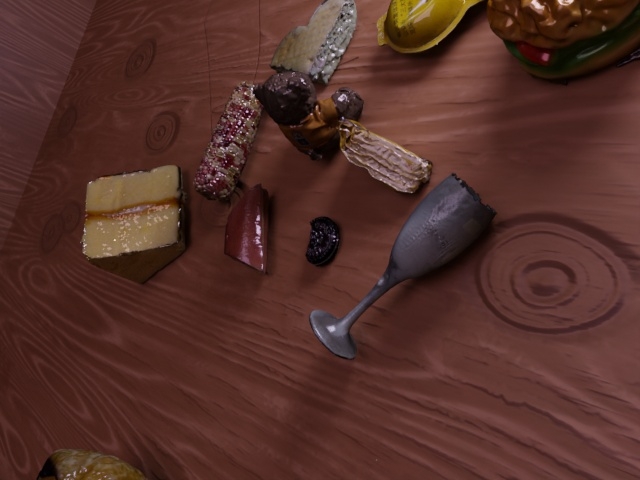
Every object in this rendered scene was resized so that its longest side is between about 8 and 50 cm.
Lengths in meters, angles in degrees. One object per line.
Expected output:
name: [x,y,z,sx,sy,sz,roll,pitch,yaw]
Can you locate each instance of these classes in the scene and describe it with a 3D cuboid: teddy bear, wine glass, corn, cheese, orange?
teddy bear: [-0.032,-0.238,0.975,0.177,0.190,0.140,2,68,40]
wine glass: [0.147,0.096,0.723,0.309,0.096,0.264,-47,45,19]
corn: [-0.204,-0.228,1.212,0.098,0.098,0.290,12,79,46]
cheese: [0.210,-0.412,0.896,0.270,0.069,0.177,-17,63,36]
orange: [-0.403,0.555,0.992,0.368,0.210,0.271,27,110,47]

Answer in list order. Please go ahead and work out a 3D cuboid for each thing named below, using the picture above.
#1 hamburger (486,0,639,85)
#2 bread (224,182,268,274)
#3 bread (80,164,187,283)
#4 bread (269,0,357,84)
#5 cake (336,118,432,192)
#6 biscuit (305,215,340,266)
hamburger: [0.327,-0.341,0.694,0.237,0.148,0.237,-20,60,40]
bread: [-0.155,-0.010,1.088,0.119,0.067,0.193,-24,57,36]
bread: [-0.463,-0.068,1.340,0.236,0.198,0.264,-27,57,26]
bread: [-0.006,-0.403,1.110,0.232,0.064,0.173,-30,54,34]
cake: [0.107,-0.137,0.907,0.184,0.116,0.080,27,98,15]
biscuit: [0.000,0.000,0.960,0.087,0.027,0.089,-57,45,9]
